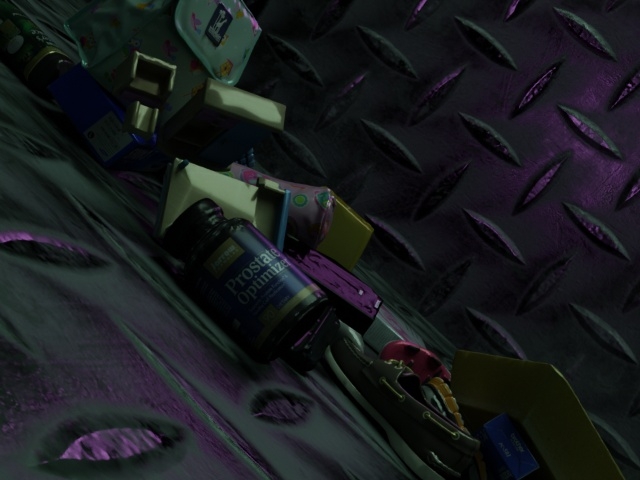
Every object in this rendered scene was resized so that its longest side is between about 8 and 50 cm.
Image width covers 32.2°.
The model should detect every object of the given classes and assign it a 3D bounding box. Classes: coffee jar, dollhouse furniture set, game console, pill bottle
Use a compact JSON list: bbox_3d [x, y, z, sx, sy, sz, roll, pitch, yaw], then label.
[{"bbox_3d":[-0.497,-0.323,1.896,0.184,0.079,0.096,44,5,17],"label":"coffee jar"},{"bbox_3d":[-0.216,-0.077,1.704,0.286,0.303,0.198,17,-25,-25],"label":"dollhouse furniture set"},{"bbox_3d":[-0.022,0.096,1.735,0.213,0.044,0.361,34,21,2],"label":"game console"},{"bbox_3d":[-0.105,0.048,1.494,0.219,0.123,0.123,43,5,11],"label":"pill bottle"}]

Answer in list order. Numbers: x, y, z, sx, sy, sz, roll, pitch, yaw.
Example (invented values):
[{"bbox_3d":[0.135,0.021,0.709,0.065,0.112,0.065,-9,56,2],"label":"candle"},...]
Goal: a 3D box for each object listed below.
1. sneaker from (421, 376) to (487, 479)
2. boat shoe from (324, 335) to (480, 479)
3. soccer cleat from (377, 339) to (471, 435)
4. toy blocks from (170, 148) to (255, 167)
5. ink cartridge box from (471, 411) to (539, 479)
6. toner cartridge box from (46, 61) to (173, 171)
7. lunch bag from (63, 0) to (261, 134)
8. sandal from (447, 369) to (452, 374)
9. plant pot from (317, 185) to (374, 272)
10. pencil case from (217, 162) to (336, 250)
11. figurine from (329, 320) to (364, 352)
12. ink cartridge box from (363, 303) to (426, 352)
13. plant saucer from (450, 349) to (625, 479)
[{"bbox_3d":[0.196,0.325,1.753,0.084,0.083,0.215,96,-28,-57],"label":"sneaker"},{"bbox_3d":[0.120,0.244,1.699,0.116,0.097,0.324,37,7,-45],"label":"boat shoe"},{"bbox_3d":[0.217,0.302,2.042,0.331,0.116,0.143,38,-17,-15],"label":"soccer cleat"},{"bbox_3d":[-0.230,-0.218,2.147,0.261,0.191,0.381,46,-27,38],"label":"toy blocks"},{"bbox_3d":[0.277,0.346,1.764,0.097,0.046,0.207,59,-16,14],"label":"ink cartridge box"},{"bbox_3d":[-0.344,-0.206,1.919,0.165,0.075,0.348,56,6,1],"label":"toner cartridge box"},{"bbox_3d":[-0.240,-0.331,1.804,0.160,0.262,0.223,59,7,36],"label":"lunch bag"},{"bbox_3d":[0.292,0.348,2.205,0.303,0.120,0.086,48,42,-48],"label":"sandal"},{"bbox_3d":[0.000,0.000,2.353,0.212,0.187,0.212,43,5,2],"label":"plant pot"},{"bbox_3d":[-0.116,-0.073,1.947,0.284,0.124,0.124,19,3,5],"label":"pencil case"},{"bbox_3d":[0.004,0.119,1.990,0.209,0.092,0.215,46,6,-5],"label":"figurine"},{"bbox_3d":[0.167,0.219,2.470,0.330,0.071,0.324,40,5,-4],"label":"ink cartridge box"},{"bbox_3d":[0.349,0.345,1.804,0.332,0.081,0.333,59,-18,-10],"label":"plant saucer"}]
